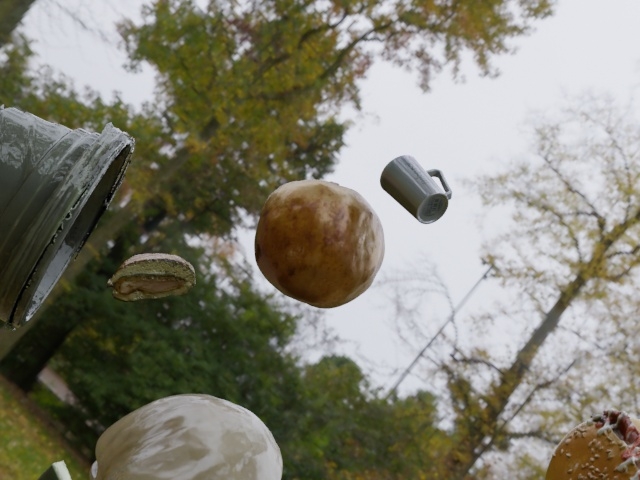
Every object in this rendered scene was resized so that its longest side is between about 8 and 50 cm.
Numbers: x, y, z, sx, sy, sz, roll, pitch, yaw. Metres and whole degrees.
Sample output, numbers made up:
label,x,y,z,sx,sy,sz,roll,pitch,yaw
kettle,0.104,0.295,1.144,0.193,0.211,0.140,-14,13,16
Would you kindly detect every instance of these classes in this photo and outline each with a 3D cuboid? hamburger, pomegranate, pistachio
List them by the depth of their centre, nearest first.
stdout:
label,x,y,z,sx,sy,sz,roll,pitch,yaw
hamburger,0.438,0.388,1.222,0.151,0.227,0.295,32,22,-37
pomegranate,0.000,0.000,1.506,0.248,0.248,0.248,39,-18,15
pistachio,-0.268,0.459,1.668,0.365,0.445,0.282,18,-70,16
hamburger,-0.348,0.061,1.745,0.102,0.176,0.087,-117,-161,-61

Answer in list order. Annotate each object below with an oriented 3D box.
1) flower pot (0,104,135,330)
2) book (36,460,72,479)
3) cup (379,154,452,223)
label,x,y,z,sx,sy,sz,roll,pitch,yaw
flower pot,-0.297,-0.041,0.850,0.140,0.235,0.235,33,-16,-9
book,-0.403,0.577,1.376,0.264,0.031,0.379,-42,-110,35
cup,0.168,-0.087,1.408,0.116,0.104,0.074,51,-34,44
